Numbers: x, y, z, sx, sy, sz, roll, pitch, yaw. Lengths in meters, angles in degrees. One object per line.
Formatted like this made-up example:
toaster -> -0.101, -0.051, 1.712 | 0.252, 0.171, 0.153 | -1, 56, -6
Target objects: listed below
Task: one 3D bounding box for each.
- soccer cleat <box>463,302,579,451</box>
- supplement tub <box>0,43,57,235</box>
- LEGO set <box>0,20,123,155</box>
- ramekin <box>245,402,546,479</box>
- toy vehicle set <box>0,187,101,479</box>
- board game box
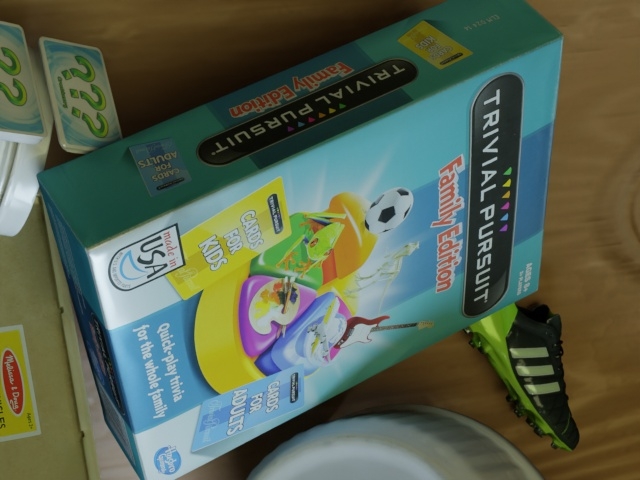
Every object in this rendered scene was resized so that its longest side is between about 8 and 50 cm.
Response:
soccer cleat -> 0.175, 0.099, 1.137 | 0.072, 0.060, 0.179 | -38, 114, -5
supplement tub -> -0.276, -0.080, 0.859 | 0.200, 0.144, 0.144 | 11, 105, -24
LEGO set -> -0.196, -0.175, 0.825 | 0.060, 0.244, 0.182 | -29, 157, 36
ramekin -> 0.044, 0.250, 1.015 | 0.273, 0.273, 0.127 | -54, 154, 5
toy vehicle set -> -0.239, 0.101, 0.913 | 0.166, 0.035, 0.266 | -7, 74, -17
board game box -> 0.000, 0.000, 0.946 | 0.336, 0.079, 0.253 | -25, 141, -18
